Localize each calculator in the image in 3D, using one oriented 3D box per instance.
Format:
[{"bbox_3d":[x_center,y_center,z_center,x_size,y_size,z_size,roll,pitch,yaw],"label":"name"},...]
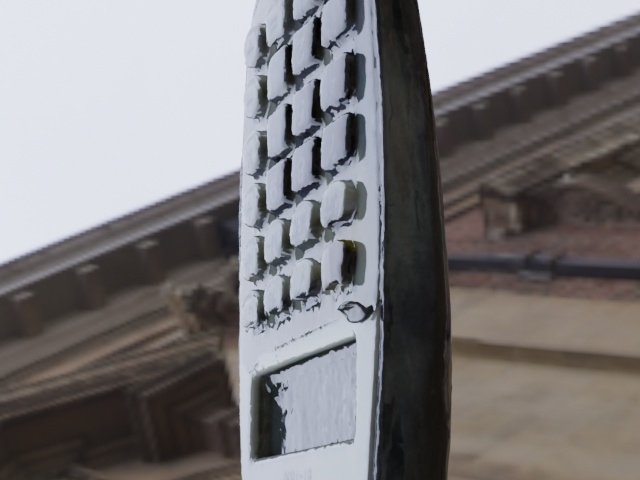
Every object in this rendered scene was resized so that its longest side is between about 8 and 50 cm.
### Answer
[{"bbox_3d":[0.000,0.000,0.622,0.040,0.177,0.268,-1,-99,-19],"label":"calculator"}]
